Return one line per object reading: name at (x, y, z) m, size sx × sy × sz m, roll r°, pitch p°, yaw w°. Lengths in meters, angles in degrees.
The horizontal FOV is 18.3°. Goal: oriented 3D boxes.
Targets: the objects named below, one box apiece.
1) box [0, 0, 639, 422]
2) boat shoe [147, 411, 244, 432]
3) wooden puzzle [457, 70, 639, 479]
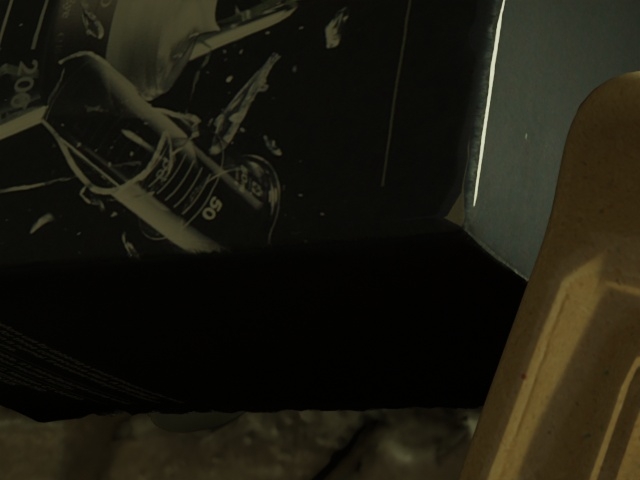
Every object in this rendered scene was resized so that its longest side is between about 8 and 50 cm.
box at (-0.014, -0.117, 0.770) m, size 0.312 × 0.179 × 0.343 m, roll -5°, pitch 66°, yaw 33°
boat shoe at (0.000, 0.000, 0.869) m, size 0.219 × 0.078 × 0.070 m, roll -33°, pitch 57°, yaw 19°
wooden puzzle at (0.148, 0.159, 0.391) m, size 0.322 × 0.080 × 0.348 m, roll 13°, pitch 83°, yaw 36°
